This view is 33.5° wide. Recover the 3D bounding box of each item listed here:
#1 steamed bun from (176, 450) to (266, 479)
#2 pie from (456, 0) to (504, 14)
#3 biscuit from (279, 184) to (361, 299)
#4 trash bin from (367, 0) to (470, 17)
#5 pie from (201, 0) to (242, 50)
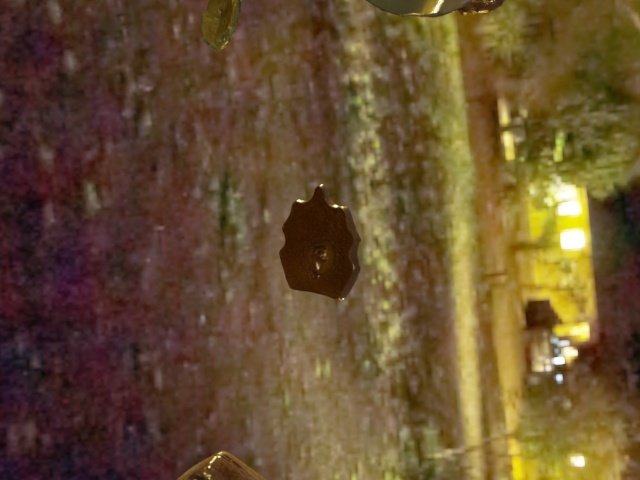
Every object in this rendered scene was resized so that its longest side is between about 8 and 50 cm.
[{"bbox_3d":[-0.152,0.387,1.477,0.175,0.145,0.106,-53,171,3],"label":"steamed bun"},{"bbox_3d":[0.231,-0.512,1.583,0.103,0.288,0.355,-98,-179,-56],"label":"pie"},{"bbox_3d":[0.001,0.000,2.031,0.034,0.182,0.215,-12,109,-54],"label":"biscuit"},{"bbox_3d":[0.160,-0.476,1.276,0.432,0.280,0.280,120,-30,-71],"label":"trash bin"},{"bbox_3d":[-0.131,-0.295,1.413,0.020,0.084,0.084,9,72,-39],"label":"pie"}]
